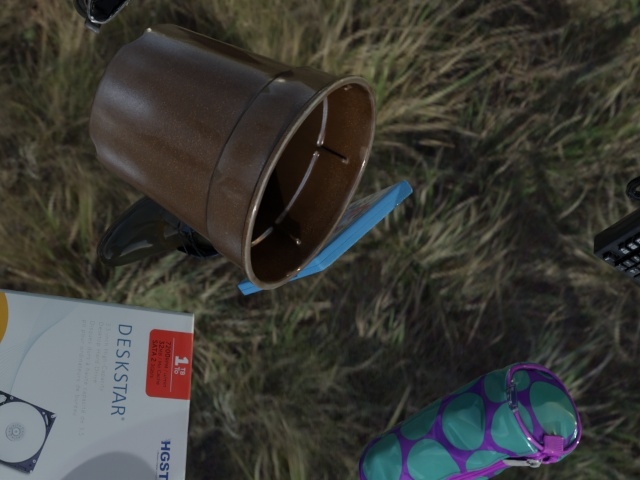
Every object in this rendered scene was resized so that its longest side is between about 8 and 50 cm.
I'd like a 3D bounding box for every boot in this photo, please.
[{"bbox_3d":[-0.182,-0.016,1.105,0.219,0.082,0.106,-30,32,-9],"label":"boot"},{"bbox_3d":[-0.239,-0.383,1.105,0.091,0.229,0.263,24,93,-22],"label":"boot"}]

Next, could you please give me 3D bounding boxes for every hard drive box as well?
[{"bbox_3d":[-0.248,0.150,0.821,0.232,0.089,0.181,9,68,-25],"label":"hard drive box"}]

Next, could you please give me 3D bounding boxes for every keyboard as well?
[{"bbox_3d":[0.263,-0.017,0.599,0.108,0.180,0.023,37,58,-3],"label":"keyboard"}]

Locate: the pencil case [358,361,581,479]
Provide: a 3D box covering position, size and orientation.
[{"bbox_3d":[0.095,0.139,0.577,0.064,0.151,0.070,30,42,-25],"label":"pencil case"}]

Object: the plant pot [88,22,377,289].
[{"bbox_3d":[-0.070,-0.073,0.642,0.165,0.167,0.167,27,68,20],"label":"plant pot"}]

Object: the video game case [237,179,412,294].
[{"bbox_3d":[0.000,0.000,0.786,0.119,0.166,0.015,-40,99,-28],"label":"video game case"}]
